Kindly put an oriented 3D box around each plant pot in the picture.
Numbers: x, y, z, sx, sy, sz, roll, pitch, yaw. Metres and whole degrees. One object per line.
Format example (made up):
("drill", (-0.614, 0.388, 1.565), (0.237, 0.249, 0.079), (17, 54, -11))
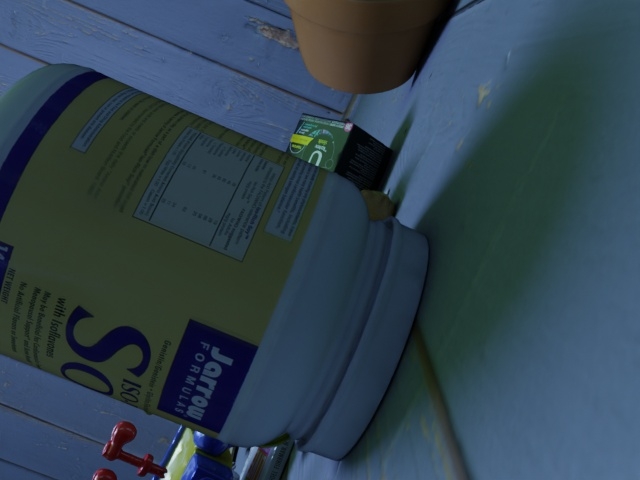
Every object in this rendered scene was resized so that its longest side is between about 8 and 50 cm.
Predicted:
("plant pot", (0.071, -0.379, 1.132), (0.203, 0.291, 0.291), (92, -167, -48))

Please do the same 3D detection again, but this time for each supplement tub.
("supplement tub", (-0.105, 0.023, 0.570), (0.241, 0.331, 0.241), (-157, 90, -87))

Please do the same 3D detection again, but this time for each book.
("book", (-0.063, 0.275, 0.836), (0.144, 0.035, 0.096), (-67, 9, -13))

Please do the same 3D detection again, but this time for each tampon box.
("tampon box", (0.009, -0.090, 1.030), (0.120, 0.101, 0.161), (21, 87, 45))

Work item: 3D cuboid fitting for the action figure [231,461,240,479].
("action figure", (-0.201, 0.471, 1.076), (0.285, 0.099, 0.185), (-62, -13, 3))

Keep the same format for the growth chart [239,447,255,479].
("growth chart", (-0.084, 0.292, 1.070), (0.237, 0.021, 0.172), (-75, 9, -65))

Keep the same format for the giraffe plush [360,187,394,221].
("giraffe plush", (-0.018, -0.020, 0.835), (0.210, 0.171, 0.181), (-71, 5, -47))

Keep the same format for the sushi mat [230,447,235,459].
("sushi mat", (-0.229, 0.548, 1.628), (0.316, 0.019, 0.151), (-105, 39, -83))

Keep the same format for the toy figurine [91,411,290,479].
("toy figurine", (-0.156, 0.242, 0.791), (0.362, 0.191, 0.217), (-64, 15, -7))
